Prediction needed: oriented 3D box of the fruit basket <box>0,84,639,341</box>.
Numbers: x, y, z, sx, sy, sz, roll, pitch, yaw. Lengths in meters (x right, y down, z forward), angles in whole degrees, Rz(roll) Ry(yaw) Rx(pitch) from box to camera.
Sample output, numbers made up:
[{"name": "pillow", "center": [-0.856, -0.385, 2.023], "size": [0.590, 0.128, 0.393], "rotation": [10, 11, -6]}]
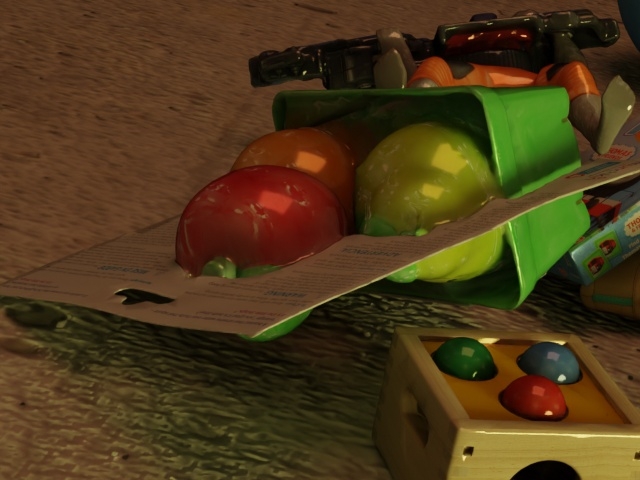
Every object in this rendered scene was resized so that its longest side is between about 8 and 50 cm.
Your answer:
[{"name": "fruit basket", "center": [0.000, 0.000, 1.122], "size": [0.353, 0.165, 0.327], "rotation": [-29, 20, -34]}]

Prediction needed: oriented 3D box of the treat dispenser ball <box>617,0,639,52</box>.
[{"name": "treat dispenser ball", "center": [0.495, -0.310, 1.937], "size": [0.288, 0.288, 0.288], "rotation": [10, 22, -4]}]

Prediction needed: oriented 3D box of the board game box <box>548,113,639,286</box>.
[{"name": "board game box", "center": [0.252, -0.047, 1.322], "size": [0.211, 0.039, 0.160], "rotation": [-33, 18, -12]}]

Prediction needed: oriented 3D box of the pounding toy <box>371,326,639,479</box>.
[{"name": "pounding toy", "center": [0.159, 0.128, 0.986], "size": [0.206, 0.094, 0.181], "rotation": [3, 23, -17]}]

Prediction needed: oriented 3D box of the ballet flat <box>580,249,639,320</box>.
[{"name": "ballet flat", "center": [0.246, -0.003, 1.368], "size": [0.073, 0.080, 0.232], "rotation": [-1, 20, 9]}]

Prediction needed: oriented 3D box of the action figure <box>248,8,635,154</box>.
[{"name": "action figure", "center": [0.108, -0.109, 1.448], "size": [0.341, 0.179, 0.330], "rotation": [-6, 3, 4]}]
